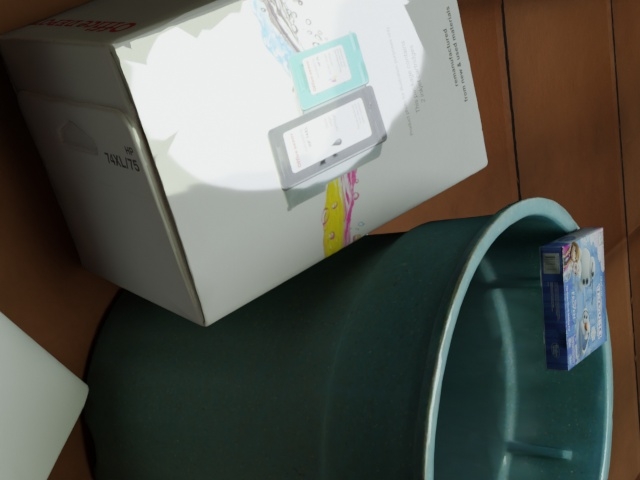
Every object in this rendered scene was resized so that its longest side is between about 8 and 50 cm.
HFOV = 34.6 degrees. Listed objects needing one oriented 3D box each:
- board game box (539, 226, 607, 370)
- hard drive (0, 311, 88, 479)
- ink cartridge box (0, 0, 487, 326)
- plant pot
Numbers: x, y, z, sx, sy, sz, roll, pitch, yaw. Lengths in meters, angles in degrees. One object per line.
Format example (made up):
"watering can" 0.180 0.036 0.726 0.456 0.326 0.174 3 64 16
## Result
"board game box" 0.188 0.041 0.758 0.090 0.020 0.090 -18 106 -56
"hard drive" -0.287 0.100 0.617 0.318 0.040 0.210 55 48 -44
"ink cartridge box" -0.054 -0.101 0.758 0.270 0.198 0.197 -29 117 -29
"plant pot" 0.017 0.135 0.822 0.341 0.334 0.341 -5 96 -57
